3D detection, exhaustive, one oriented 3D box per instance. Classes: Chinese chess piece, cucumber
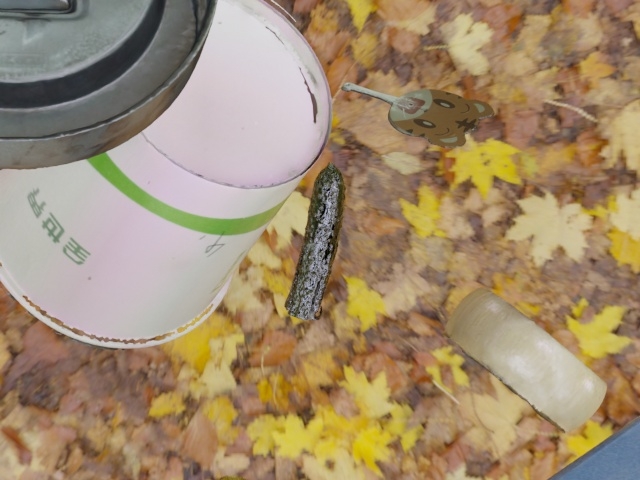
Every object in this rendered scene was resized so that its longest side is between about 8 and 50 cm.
[{"bbox_3d":[0.298,0.174,1.591,0.250,0.250,0.103,39,91,-6],"label":"Chinese chess piece"},{"bbox_3d":[0.001,0.001,1.685,0.067,0.067,0.245,14,96,-5],"label":"cucumber"}]

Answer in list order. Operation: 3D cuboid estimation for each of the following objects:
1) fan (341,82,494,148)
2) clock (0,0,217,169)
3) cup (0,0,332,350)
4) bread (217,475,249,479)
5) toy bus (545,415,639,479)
[{"bbox_3d":[0.134,-0.200,1.615,0.227,0.152,0.008,22,132,21],"label":"fan"},{"bbox_3d":[-0.161,-0.138,0.572,0.215,0.042,0.214,4,67,-10],"label":"clock"},{"bbox_3d":[-0.137,-0.068,0.914,0.253,0.274,0.253,14,59,-24],"label":"cup"},{"bbox_3d":[0.026,0.367,1.103,0.384,0.112,0.166,24,117,14],"label":"bread"},{"bbox_3d":[0.176,0.226,0.732,0.234,0.116,0.133,-26,138,-26],"label":"toy bus"}]
